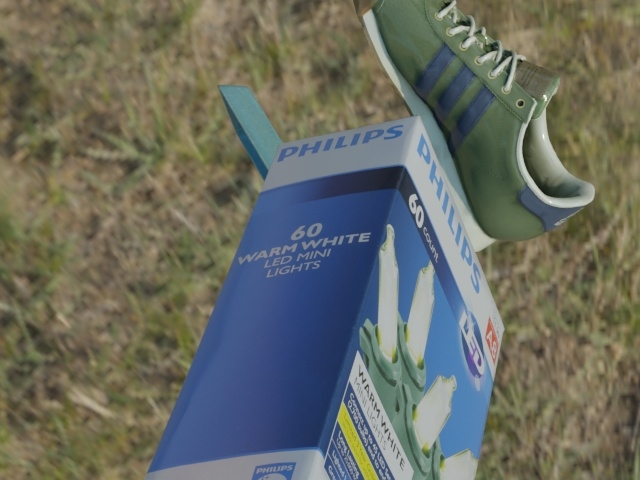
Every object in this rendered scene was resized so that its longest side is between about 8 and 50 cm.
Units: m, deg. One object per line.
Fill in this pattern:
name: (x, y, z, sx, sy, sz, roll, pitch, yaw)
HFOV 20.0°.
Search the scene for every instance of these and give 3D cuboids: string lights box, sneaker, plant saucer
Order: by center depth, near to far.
string lights box: (0.008, 0.075, 0.768, 0.077, 0.133, 0.260, -11, 33, 22)
plant saucer: (0.000, 0.000, 0.972, 0.018, 0.067, 0.192, -30, 69, -5)
sneaker: (0.089, -0.087, 0.978, 0.086, 0.192, 0.064, -12, 22, 31)
